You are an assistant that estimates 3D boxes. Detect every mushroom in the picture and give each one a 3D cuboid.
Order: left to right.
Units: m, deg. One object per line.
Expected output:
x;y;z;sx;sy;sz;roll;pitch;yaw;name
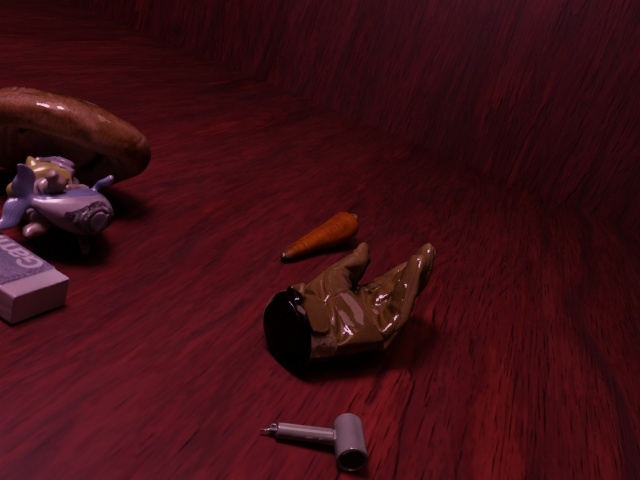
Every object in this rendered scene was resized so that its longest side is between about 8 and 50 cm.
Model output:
-0.429;-0.166;1.077;0.278;0.146;0.278;4;-20;2;mushroom

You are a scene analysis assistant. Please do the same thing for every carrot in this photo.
0.000;0.000;1.273;0.061;0.061;0.256;30;35;23;carrot

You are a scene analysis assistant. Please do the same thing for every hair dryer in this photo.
-0.008;0.228;0.751;0.124;0.038;0.063;10;24;-9;hair dryer

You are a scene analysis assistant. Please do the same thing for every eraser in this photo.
-0.434;0.028;0.839;0.212;0.046;0.092;27;23;19;eraser

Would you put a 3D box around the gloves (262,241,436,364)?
0.060;0.093;0.984;0.331;0.141;0.154;-18;16;-42;gloves

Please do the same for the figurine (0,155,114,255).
-0.394;-0.061;0.954;0.184;0.128;0.208;23;4;16;figurine
